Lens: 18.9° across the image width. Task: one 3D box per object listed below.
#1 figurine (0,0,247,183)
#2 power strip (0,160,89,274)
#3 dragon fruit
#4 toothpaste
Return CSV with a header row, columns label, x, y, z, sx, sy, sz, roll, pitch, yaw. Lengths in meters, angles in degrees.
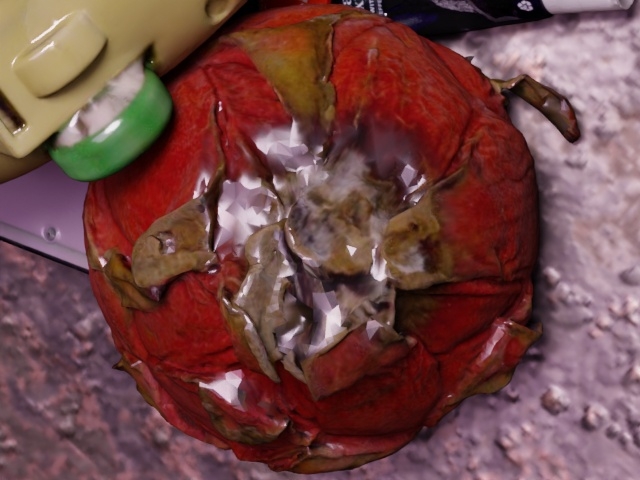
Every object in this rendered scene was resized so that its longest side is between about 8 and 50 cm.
label,x,y,z,sx,sy,sz,roll,pitch,yaw
figurine,-0.109,-0.144,0.894,0.324,0.222,0.124,-45,116,-14
power strip,-0.142,-0.051,0.989,0.279,0.037,0.109,20,99,18
dragon fruit,-0.004,0.002,0.853,0.223,0.148,0.218,12,94,2
toothpaste,0.053,-0.124,0.915,0.193,0.045,0.071,1,93,26
